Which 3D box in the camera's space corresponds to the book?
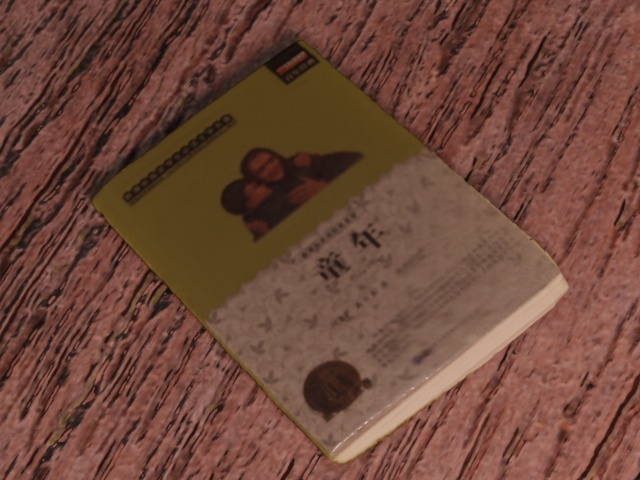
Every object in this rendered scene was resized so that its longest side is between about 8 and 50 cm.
[{"bbox_3d":[0.000,0.000,1.600,0.239,0.035,0.352,-37,56,-12],"label":"book"}]
